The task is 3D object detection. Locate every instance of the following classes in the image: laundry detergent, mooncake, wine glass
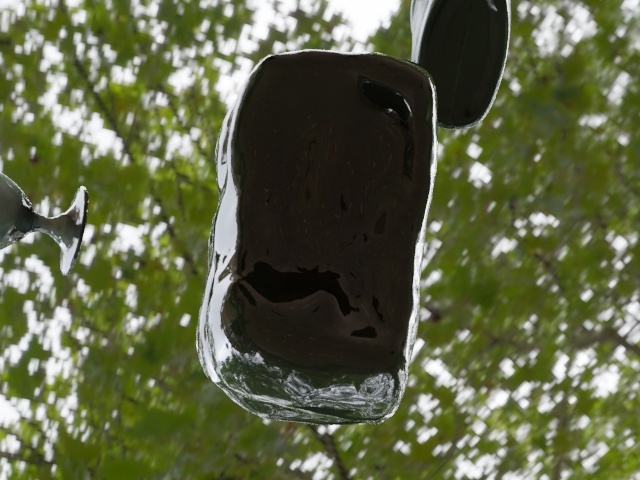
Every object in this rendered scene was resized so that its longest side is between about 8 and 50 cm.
[{"bbox_3d":[0.100,-0.169,1.080,0.063,0.137,0.211,7,-155,0],"label":"laundry detergent"},{"bbox_3d":[0.000,0.000,0.673,0.104,0.168,0.175,11,-140,-9],"label":"mooncake"},{"bbox_3d":[-0.327,-0.029,1.383,0.202,0.093,0.093,11,-121,-19],"label":"wine glass"}]
